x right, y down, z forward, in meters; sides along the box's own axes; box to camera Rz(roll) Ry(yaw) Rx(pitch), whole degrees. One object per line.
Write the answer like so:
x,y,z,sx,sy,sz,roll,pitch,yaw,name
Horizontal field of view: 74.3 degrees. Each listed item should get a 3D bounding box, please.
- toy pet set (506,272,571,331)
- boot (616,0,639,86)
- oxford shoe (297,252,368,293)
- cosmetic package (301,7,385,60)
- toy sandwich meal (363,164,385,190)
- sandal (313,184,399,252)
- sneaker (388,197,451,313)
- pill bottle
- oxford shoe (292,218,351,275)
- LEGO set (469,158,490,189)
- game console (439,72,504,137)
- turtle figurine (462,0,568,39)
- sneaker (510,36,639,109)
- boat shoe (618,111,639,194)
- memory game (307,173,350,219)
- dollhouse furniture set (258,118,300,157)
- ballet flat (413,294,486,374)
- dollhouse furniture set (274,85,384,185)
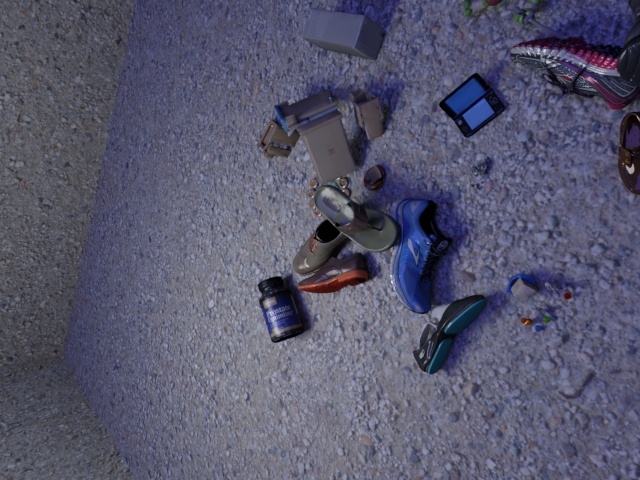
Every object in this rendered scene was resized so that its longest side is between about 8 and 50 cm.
0.516,0.137,1.031,0.114,0.065,0.122,29,115,-1,toy pet set
0.728,-0.341,0.787,0.222,0.338,0.118,-59,6,-24,boot
0.037,0.113,1.405,0.272,0.097,0.098,-18,63,31,oxford shoe
0.072,-0.659,1.348,0.238,0.127,0.107,35,111,36,cosmetic package
0.166,-0.196,1.327,0.086,0.029,0.085,0,89,40,toy sandwich meal
0.085,-0.061,1.210,0.303,0.086,0.120,32,106,26,sandal
0.278,0.039,1.169,0.147,0.130,0.329,-7,85,42,sneaker
-0.150,0.247,1.526,0.123,0.123,0.219,-34,69,35,pill bottle
0.000,0.000,1.398,0.348,0.130,0.122,-45,63,30,oxford shoe
0.421,-0.177,1.119,0.054,0.024,0.083,4,92,40,LEGO set
0.396,-0.351,1.110,0.122,0.071,0.107,-38,66,34,game console
0.441,-0.612,0.983,0.266,0.198,0.274,8,78,49,turtle figurine
0.560,-0.385,0.953,0.299,0.121,0.111,42,145,40,sneaker
0.664,-0.185,0.893,0.064,0.060,0.177,-6,86,40,boat shoe
0.024,-0.161,1.456,0.186,0.012,0.186,0,90,39,memory game
-0.190,-0.382,1.563,0.151,0.123,0.144,47,118,30,dollhouse furniture set
0.333,0.237,1.149,0.096,0.095,0.280,48,119,43,ballet flat
0.032,-0.379,1.412,0.287,0.198,0.303,-25,40,-2,dollhouse furniture set
